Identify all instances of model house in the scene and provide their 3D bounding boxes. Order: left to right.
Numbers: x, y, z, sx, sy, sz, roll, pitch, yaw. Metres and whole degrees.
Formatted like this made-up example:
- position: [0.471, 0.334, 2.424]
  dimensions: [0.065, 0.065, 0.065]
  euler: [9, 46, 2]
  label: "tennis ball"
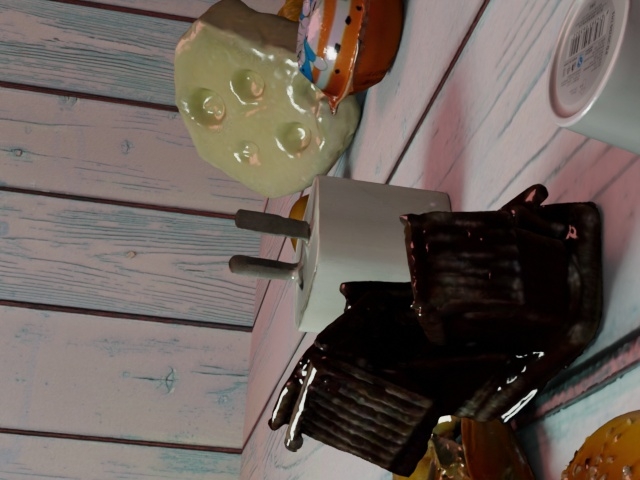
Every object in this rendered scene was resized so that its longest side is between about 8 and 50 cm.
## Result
- position: [0.065, 0.046, 0.554]
  dimensions: [0.203, 0.164, 0.141]
  euler: [-60, 33, 34]
  label: "model house"

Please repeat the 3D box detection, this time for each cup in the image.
- position: [0.152, -0.071, 0.335]
  dimensions: [0.074, 0.116, 0.104]
  euler: [134, 150, -74]
  label: "cup"

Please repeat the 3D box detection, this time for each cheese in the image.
- position: [-0.095, -0.229, 1.447]
  dimensions: [0.115, 0.318, 0.326]
  euler: [-50, -61, -43]
  label: "cheese"
- position: [0.047, -0.328, 1.192]
  dimensions: [0.217, 0.129, 0.329]
  euler: [-99, 18, -58]
  label: "cheese"

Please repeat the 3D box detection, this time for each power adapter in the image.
- position: [0.014, 0.015, 0.868]
  dimensions: [0.130, 0.204, 0.125]
  euler: [109, 166, -46]
  label: "power adapter"

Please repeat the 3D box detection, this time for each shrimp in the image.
- position: [0.105, 0.154, 0.646]
  dimensions: [0.267, 0.061, 0.145]
  euler: [-124, 52, -81]
  label: "shrimp"

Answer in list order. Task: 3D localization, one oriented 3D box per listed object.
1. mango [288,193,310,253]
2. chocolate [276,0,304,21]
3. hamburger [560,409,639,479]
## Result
- position: [-0.001, -0.005, 1.399]
  dimensions: [0.163, 0.089, 0.111]
  euler: [-113, 18, -55]
  label: "mango"
- position: [-0.032, -0.385, 1.696]
  dimensions: [0.445, 0.162, 0.162]
  euler: [-91, 12, -53]
  label: "chocolate"
- position: [0.134, 0.140, 0.364]
  dimensions: [0.126, 0.081, 0.141]
  euler: [143, 135, -78]
  label: "hamburger"
